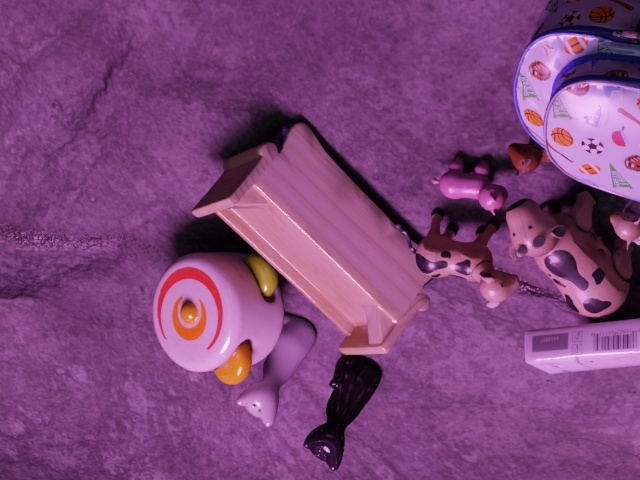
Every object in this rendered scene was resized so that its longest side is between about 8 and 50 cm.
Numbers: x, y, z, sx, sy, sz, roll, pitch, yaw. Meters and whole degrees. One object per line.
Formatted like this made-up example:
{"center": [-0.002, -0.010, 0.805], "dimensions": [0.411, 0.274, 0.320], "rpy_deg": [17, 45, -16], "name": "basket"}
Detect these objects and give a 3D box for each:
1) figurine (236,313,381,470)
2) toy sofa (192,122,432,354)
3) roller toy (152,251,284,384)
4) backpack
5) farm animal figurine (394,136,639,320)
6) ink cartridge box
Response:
{"center": [-0.025, 0.255, 2.116], "dimensions": [0.215, 0.209, 0.092], "rpy_deg": [33, 134, -6], "name": "figurine"}
{"center": [0.000, 0.000, 1.948], "dimensions": [0.362, 0.177, 0.150], "rpy_deg": [44, 157, -16], "name": "toy sofa"}
{"center": [-0.170, 0.116, 2.049], "dimensions": [0.191, 0.146, 0.209], "rpy_deg": [9, 96, 38], "name": "roller toy"}
{"center": [0.373, -0.184, 1.571], "dimensions": [0.263, 0.213, 0.276], "rpy_deg": [21, 138, 22], "name": "backpack"}
{"center": [0.306, 0.003, 1.775], "dimensions": [0.327, 0.172, 0.330], "rpy_deg": [34, 134, -8], "name": "farm animal figurine"}
{"center": [0.436, 0.173, 1.862], "dimensions": [0.189, 0.066, 0.232], "rpy_deg": [-10, 153, 36], "name": "ink cartridge box"}
